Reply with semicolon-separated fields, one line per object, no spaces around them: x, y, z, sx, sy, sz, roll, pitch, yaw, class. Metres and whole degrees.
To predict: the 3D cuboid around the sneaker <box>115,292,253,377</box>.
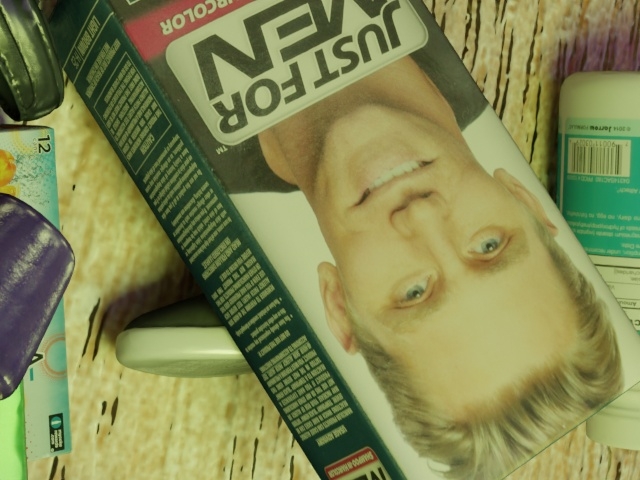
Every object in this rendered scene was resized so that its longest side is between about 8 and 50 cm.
0.000;0.000;0.983;0.296;0.104;0.146;-8;85;-30;sneaker

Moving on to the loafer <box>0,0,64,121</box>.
-0.211;-0.150;0.812;0.078;0.076;0.223;-40;112;-22;loafer

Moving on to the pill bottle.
0.239;0.012;1.130;0.146;0.146;0.264;-3;97;-38;pill bottle

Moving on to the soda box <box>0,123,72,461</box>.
-0.179;0.028;0.862;0.063;0.058;0.183;-7;100;-37;soda box

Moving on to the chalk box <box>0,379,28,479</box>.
-0.274;0.104;0.723;0.289;0.179;0.180;-8;99;-38;chalk box

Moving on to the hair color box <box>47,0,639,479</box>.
0.014;-0.025;0.881;0.174;0.105;0.347;-31;86;-27;hair color box

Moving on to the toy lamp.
-0.197;0.094;0.618;0.080;0.080;0.274;51;62;-30;toy lamp
